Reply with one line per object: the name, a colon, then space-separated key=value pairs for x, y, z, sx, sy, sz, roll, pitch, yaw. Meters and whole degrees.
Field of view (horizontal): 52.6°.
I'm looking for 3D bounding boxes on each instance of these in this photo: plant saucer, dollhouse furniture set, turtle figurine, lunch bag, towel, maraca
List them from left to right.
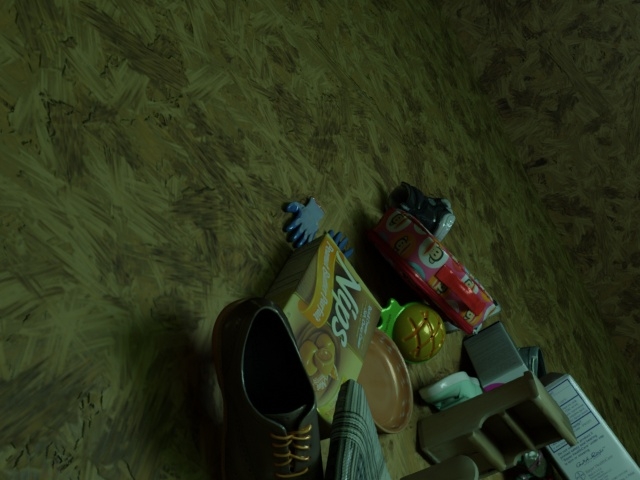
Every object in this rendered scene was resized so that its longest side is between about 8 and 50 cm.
towel: x=0.050 y=0.406 z=0.860 sx=0.312 sy=0.056 sz=0.324 roll=-77 pitch=162 yaw=-47
plant saucer: x=0.104 y=0.259 z=1.199 sx=0.200 sy=0.037 sz=0.200 roll=36 pitch=41 yaw=-40
maraca: x=0.182 y=0.185 z=1.323 sx=0.185 sy=0.099 sz=0.127 roll=19 pitch=79 yaw=-31
lunch bag: x=0.250 y=0.072 z=1.386 sx=0.293 sy=0.120 sz=0.258 roll=42 pitch=3 yaw=-34
dollhouse furniture set: x=0.340 y=0.472 z=1.137 sx=0.362 sy=0.256 sz=0.394 roll=47 pitch=24 yaw=-27
turtle figurine: x=0.474 y=0.513 z=1.535 sx=0.234 sy=0.118 sz=0.175 roll=46 pitch=34 yaw=-20

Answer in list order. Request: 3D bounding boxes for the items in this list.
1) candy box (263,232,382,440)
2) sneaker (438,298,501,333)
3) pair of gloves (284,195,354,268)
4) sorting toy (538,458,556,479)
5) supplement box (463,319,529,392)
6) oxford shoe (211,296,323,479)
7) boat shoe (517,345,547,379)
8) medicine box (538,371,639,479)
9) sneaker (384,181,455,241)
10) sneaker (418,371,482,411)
candy box: x=-0.012 y=0.149 z=1.050 sx=0.183 sy=0.087 sz=0.316 roll=54 pitch=31 yaw=-16
sneaker: x=0.371 y=0.138 z=1.655 sx=0.282 sy=0.099 sz=0.153 roll=-8 pitch=77 yaw=-56
pair of gloves: x=0.000 y=0.000 z=1.246 sx=0.198 sy=0.023 sz=0.159 roll=56 pitch=31 yaw=-17
sorting toy: x=0.570 y=0.673 z=1.601 sx=0.193 sy=0.038 sz=0.208 roll=59 pitch=29 yaw=-47
supplement box: x=0.436 y=0.306 z=1.556 sx=0.111 sy=0.113 sz=0.220 roll=56 pitch=10 yaw=-15
oxford shoe: x=-0.058 y=0.250 z=0.798 sx=0.129 sy=0.132 sz=0.364 roll=-13 pitch=87 yaw=-20
boat shoe: x=0.628 y=0.452 z=1.829 sx=0.116 sy=0.099 sz=0.320 roll=-2 pitch=71 yaw=-59
medicine box: x=0.620 y=0.486 z=1.598 sx=0.289 sy=0.149 sz=0.263 roll=57 pitch=4 yaw=14
sneaker: x=0.240 y=-0.086 z=1.604 sx=0.153 sy=0.101 sz=0.268 roll=33 pitch=13 yaw=-6
sneaker: x=0.304 y=0.367 z=1.375 sx=0.255 sy=0.094 sz=0.151 roll=22 pitch=44 yaw=-53
